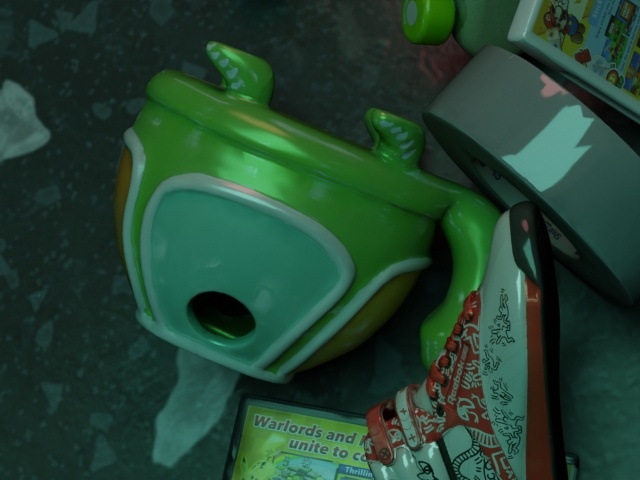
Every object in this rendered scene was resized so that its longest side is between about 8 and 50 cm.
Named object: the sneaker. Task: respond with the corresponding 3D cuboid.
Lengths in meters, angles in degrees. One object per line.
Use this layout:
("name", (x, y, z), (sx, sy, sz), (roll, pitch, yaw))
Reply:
("sneaker", (0.101, 0.105, 1.316), (0.145, 0.090, 0.270), (-1, 108, 15))

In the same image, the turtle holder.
("turtle holder", (-0.012, -0.006, 1.422), (0.227, 0.320, 0.243), (-67, 25, 4))

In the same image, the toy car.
("toy car", (0.135, -0.255, 1.496), (0.155, 0.149, 0.188), (1, 41, -22))

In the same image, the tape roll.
("tape roll", (0.179, -0.048, 1.368), (0.219, 0.219, 0.072), (42, 88, 22))

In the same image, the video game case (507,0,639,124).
("video game case", (0.262, -0.213, 1.427), (0.026, 0.206, 0.227), (3, 69, 58))

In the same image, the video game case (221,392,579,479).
("video game case", (0.044, 0.264, 1.396), (0.275, 0.035, 0.248), (9, 76, 13))
